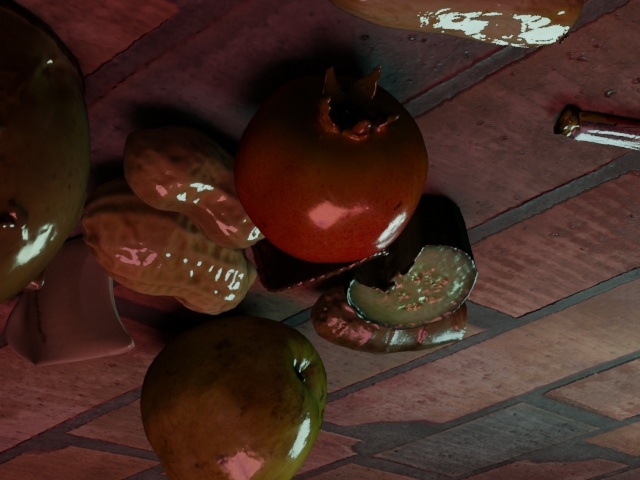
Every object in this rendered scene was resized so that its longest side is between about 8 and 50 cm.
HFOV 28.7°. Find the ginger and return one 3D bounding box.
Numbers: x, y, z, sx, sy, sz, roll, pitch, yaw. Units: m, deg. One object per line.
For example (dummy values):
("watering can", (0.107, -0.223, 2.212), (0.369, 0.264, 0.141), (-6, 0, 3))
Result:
("ginger", (0.107, 0.122, 1.961), (0.263, 0.116, 0.109), (1, -167, -23))

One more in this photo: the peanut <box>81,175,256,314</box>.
("peanut", (-0.190, 0.017, 1.653), (0.153, 0.140, 0.325), (-30, 148, 15))

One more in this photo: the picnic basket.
("picnic basket", (0.000, 0.000, 1.699), (0.193, 0.110, 0.055), (-19, 171, 23))

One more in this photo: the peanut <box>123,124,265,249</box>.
("peanut", (-0.138, -0.059, 1.524), (0.111, 0.125, 0.274), (-31, 146, 27))

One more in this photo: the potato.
("potato", (-0.468, -0.035, 1.312), (0.442, 0.319, 0.385), (-11, 151, 15))

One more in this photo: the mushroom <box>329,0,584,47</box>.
("mushroom", (0.121, -0.250, 1.256), (0.312, 0.081, 0.100), (7, 156, -27))

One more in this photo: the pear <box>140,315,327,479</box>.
("pear", (-0.131, 0.256, 1.988), (0.303, 0.304, 0.304), (-5, 153, -2))

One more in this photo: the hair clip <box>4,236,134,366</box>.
("hair clip", (-0.364, 0.099, 1.776), (0.113, 0.173, 0.282), (-2, 166, -27))

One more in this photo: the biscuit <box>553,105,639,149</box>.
("biscuit", (0.429, -0.131, 1.609), (0.292, 0.026, 0.048), (7, 147, -24))

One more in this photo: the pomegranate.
("pomegranate", (0.014, -0.090, 1.414), (0.220, 0.221, 0.257), (-1, 146, -10))

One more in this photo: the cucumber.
("cucumber", (0.128, 0.031, 1.764), (0.191, 0.130, 0.191), (-8, 151, -4))
